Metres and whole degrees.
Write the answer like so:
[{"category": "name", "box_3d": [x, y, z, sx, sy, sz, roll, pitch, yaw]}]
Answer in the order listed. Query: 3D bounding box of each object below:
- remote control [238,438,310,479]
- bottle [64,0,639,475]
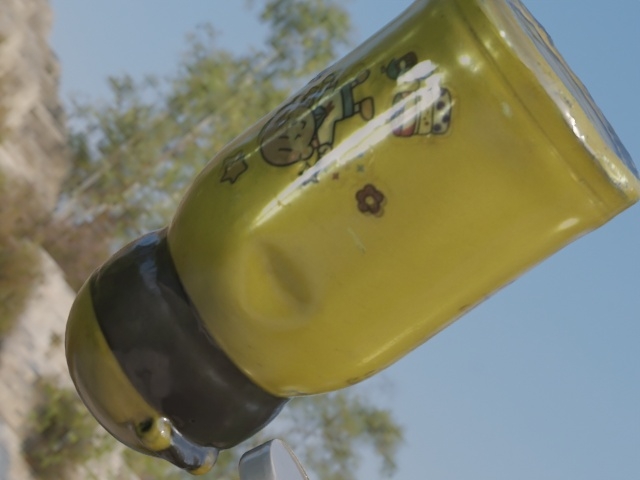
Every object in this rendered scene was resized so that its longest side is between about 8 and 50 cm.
[{"category": "remote control", "box_3d": [0.022, 0.205, 0.717, 0.245, 0.022, 0.077, 64, 9, -5]}, {"category": "bottle", "box_3d": [0.000, 0.000, 0.916, 0.171, 0.351, 0.171, 51, 15, -19]}]
